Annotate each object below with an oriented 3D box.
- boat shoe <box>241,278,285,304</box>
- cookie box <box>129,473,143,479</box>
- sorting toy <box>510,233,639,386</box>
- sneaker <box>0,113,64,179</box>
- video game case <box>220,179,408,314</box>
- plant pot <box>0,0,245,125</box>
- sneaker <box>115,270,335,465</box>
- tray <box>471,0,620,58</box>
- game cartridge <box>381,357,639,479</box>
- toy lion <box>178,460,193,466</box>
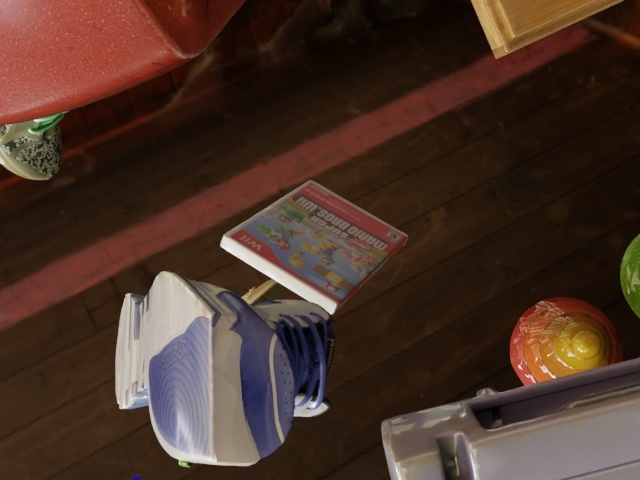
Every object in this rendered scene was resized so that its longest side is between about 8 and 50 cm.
[{"bbox_3d":[-0.123,0.110,1.382,0.153,0.056,0.048,-45,-126,17],"label":"boat shoe"},{"bbox_3d":[-0.227,0.381,1.122,0.040,0.107,0.092,-32,-127,-27],"label":"cookie box"},{"bbox_3d":[0.365,0.042,0.855,0.366,0.126,0.127,-33,-103,-1],"label":"sorting toy"},{"bbox_3d":[-0.474,-0.249,1.407,0.182,0.410,0.158,21,-131,16],"label":"sneaker"},{"bbox_3d":[0.000,0.000,1.334,0.204,0.025,0.285,31,-148,14],"label":"video game case"},{"bbox_3d":[-0.135,-0.221,0.423,0.236,0.267,0.267,17,-116,39],"label":"plant pot"},{"bbox_3d":[-0.055,0.091,0.683,0.182,0.127,0.315,2,177,-22],"label":"sneaker"},{"bbox_3d":[0.379,-0.413,1.063,0.411,0.202,0.076,-24,-174,3],"label":"tray"},{"bbox_3d":[0.228,0.166,0.479,0.355,0.230,0.068,-13,-159,-2],"label":"game cartridge"},{"bbox_3d":[-0.190,0.300,1.256,0.034,0.100,0.096,9,-135,7],"label":"toy lion"}]
